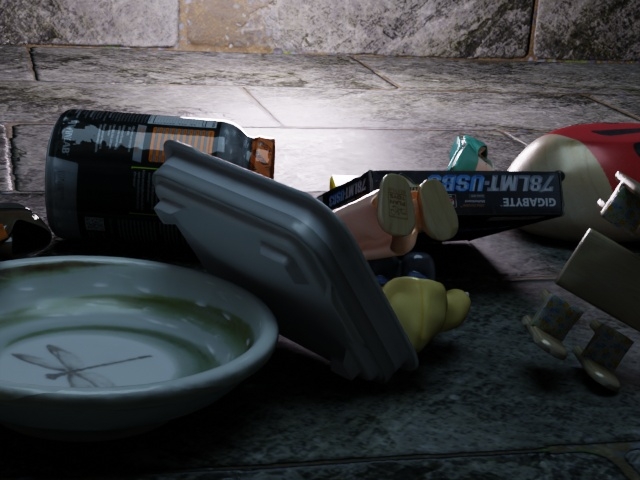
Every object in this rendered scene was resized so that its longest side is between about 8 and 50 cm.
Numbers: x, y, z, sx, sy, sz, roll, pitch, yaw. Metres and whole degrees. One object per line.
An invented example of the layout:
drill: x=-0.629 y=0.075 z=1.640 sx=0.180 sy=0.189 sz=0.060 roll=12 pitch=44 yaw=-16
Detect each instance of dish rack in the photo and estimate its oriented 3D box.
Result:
dish rack: x=-0.057 y=0.035 z=1.456 sx=0.072 sy=0.285 sz=0.333 roll=-45 pitch=40 yaw=-21

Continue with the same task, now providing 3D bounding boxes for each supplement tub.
supplement tub: x=-0.227 y=-0.086 z=1.860 sx=0.316 sy=0.193 sz=0.193 roll=5 pitch=17 yaw=1

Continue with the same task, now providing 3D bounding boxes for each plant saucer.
plant saucer: x=-0.245 y=0.121 z=1.335 sx=0.400 sy=0.100 sz=0.400 roll=4 pitch=18 yaw=-1

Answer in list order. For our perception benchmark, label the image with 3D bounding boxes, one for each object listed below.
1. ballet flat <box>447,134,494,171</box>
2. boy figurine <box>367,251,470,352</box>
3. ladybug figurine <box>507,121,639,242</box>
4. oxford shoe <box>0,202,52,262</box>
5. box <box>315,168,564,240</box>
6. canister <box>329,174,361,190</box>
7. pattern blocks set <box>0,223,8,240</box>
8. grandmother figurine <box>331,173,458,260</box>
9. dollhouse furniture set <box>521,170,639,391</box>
ballet flat: x=0.279 y=-0.138 z=2.353 sx=0.087 sy=0.083 sz=0.247 roll=20 pitch=20 yaw=3
boy figurine: x=0.094 y=0.070 z=1.540 sx=0.177 sy=0.092 sz=0.285 roll=4 pitch=5 yaw=1
ladybug figurine: x=0.496 y=-0.106 z=2.149 sx=0.449 sy=0.162 sz=0.305 roll=-9 pitch=21 yaw=-37
oxford shoe: x=-0.464 y=-0.005 z=1.731 sx=0.096 sy=0.083 sz=0.227 roll=24 pitch=27 yaw=39
box: x=0.148 y=-0.044 z=1.832 sx=0.295 sy=0.073 sz=0.293 roll=-2 pitch=-6 yaw=-22
canister: x=0.102 y=-0.065 z=2.074 sx=0.170 sy=0.073 sz=0.126 roll=2 pitch=17 yaw=-4
pattern blocks set: x=-0.481 y=0.051 z=1.424 sx=0.285 sy=0.026 sz=0.325 roll=-23 pitch=5 yaw=13
grandmother figurine: x=0.000 y=0.000 z=1.603 sx=0.208 sy=0.104 sz=0.342 roll=15 pitch=-22 yaw=-34
dollhouse furniture set: x=0.388 y=0.082 z=1.440 sx=0.242 sy=0.212 sz=0.161 roll=29 pitch=12 yaw=-11
